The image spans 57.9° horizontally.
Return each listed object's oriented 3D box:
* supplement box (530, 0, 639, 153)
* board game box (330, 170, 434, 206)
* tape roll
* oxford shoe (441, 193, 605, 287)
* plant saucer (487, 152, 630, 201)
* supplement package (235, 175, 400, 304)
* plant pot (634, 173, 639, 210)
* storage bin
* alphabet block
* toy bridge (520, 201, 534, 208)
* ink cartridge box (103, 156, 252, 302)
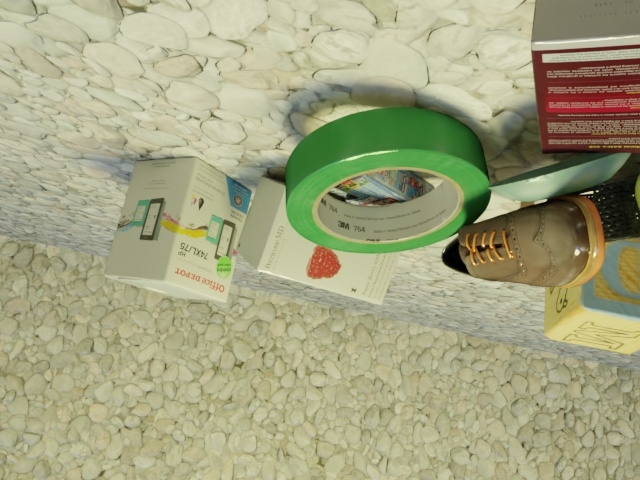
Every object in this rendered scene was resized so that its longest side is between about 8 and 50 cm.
[{"bbox_3d":[0.299,-0.172,0.611,0.130,0.073,0.239,5,164,24],"label":"supplement box"},{"bbox_3d":[0.107,-0.096,1.089,0.194,0.060,0.194,20,164,-28],"label":"board game box"},{"bbox_3d":[0.103,-0.080,0.925,0.321,0.077,0.321,-3,154,-1],"label":"tape roll"},{"bbox_3d":[0.285,0.017,0.859,0.132,0.130,0.364,-8,172,-7],"label":"oxford shoe"},{"bbox_3d":[0.332,-0.086,0.796,0.194,0.037,0.195,-18,-176,1],"label":"plant saucer"},{"bbox_3d":[0.000,0.000,1.216,0.292,0.178,0.175,17,-174,-25],"label":"supplement package"},{"bbox_3d":[0.504,0.000,0.666,0.276,0.254,0.276,-2,140,-2],"label":"plant pot"},{"bbox_3d":[0.446,-0.041,0.868,0.180,0.084,0.122,-5,174,-28],"label":"storage bin"},{"bbox_3d":[0.581,0.101,1.164,0.193,0.192,0.197,12,154,5],"label":"alphabet block"},{"bbox_3d":[0.400,-0.019,1.152,0.026,0.063,0.188,7,165,15],"label":"toy bridge"},{"bbox_3d":[-0.311,-0.018,1.285,0.197,0.270,0.198,2,164,33],"label":"ink cartridge box"}]
